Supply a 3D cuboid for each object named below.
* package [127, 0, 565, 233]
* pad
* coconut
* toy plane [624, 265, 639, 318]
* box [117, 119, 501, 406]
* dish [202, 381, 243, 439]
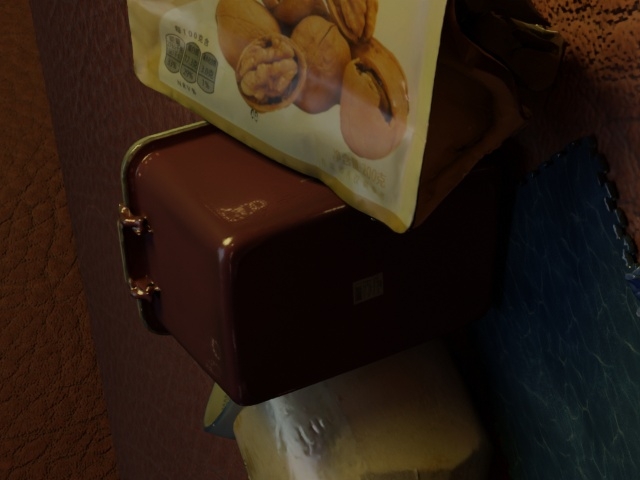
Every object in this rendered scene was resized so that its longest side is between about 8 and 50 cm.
[{"bbox_3d":[0.013,-0.180,0.814,0.311,0.165,0.221,29,130,33],"label":"package"},{"bbox_3d":[0.185,0.084,0.865,0.269,0.012,0.269,132,123,-64],"label":"pad"},{"bbox_3d":[0.037,0.175,0.994,0.241,0.241,0.241,169,90,-68],"label":"coconut"},{"bbox_3d":[0.238,0.013,0.660,0.167,0.054,0.062,159,124,-68],"label":"toy plane"},{"bbox_3d":[0.000,0.000,0.895,0.167,0.294,0.193,44,144,47],"label":"box"},{"bbox_3d":[-0.010,0.105,1.192,0.273,0.134,0.273,-63,7,15],"label":"dish"}]
